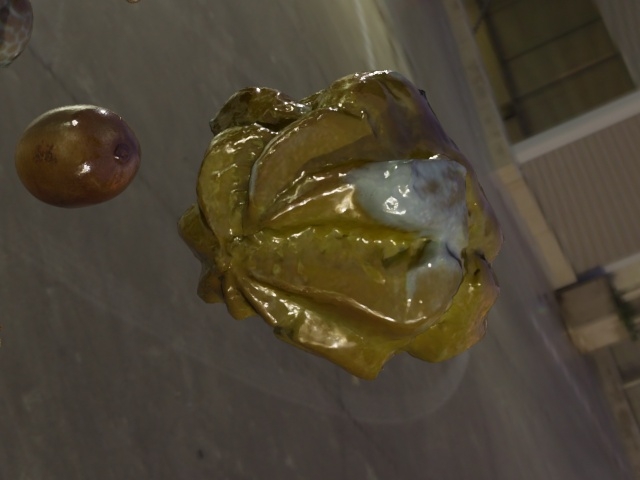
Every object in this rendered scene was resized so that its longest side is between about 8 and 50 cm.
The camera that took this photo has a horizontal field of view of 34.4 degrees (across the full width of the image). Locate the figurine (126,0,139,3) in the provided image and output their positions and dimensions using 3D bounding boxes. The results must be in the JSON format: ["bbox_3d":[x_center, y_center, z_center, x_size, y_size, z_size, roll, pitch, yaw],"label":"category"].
[{"bbox_3d":[-0.226,-0.358,1.116,0.207,0.166,0.387,13,40,-43],"label":"figurine"}]

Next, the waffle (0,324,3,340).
[{"bbox_3d":[-0.442,0.176,1.057,0.283,0.309,0.065,55,5,-49],"label":"waffle"}]

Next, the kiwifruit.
[{"bbox_3d":[-0.435,-0.153,1.870,0.196,0.234,0.196,2,88,-49],"label":"kiwifruit"}]

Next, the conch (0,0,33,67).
[{"bbox_3d":[-0.479,-0.343,1.525,0.116,0.106,0.173,-41,118,-61],"label":"conch"}]

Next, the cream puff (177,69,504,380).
[{"bbox_3d":[0.000,0.000,1.080,0.378,0.275,0.378,38,-27,23],"label":"cream puff"}]
